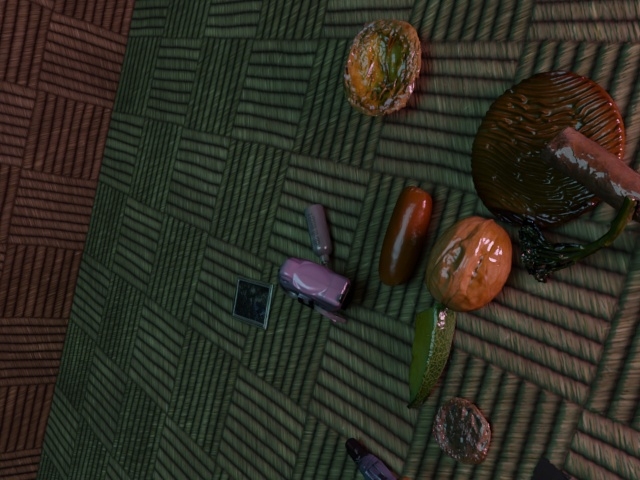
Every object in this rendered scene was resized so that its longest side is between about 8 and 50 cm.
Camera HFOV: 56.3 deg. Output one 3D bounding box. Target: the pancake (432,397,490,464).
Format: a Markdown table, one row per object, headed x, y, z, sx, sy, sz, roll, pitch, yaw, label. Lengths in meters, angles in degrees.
| x | y | z | sx | sy | sz | roll | pitch | yaw | label |
| --- | --- | --- | --- | --- | --- | --- | --- | --- | --- |
| 0.297 | 0.400 | 1.258 | 0.139 | 0.022 | 0.140 | -9 | 78 | 46 | pancake |

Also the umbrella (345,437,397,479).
| x | y | z | sx | sy | sz | roll | pitch | yaw | label |
| --- | --- | --- | --- | --- | --- | --- | --- | --- | --- |
| 0.141 | 0.549 | 1.377 | 0.250 | 0.052 | 0.053 | 42 | 114 | 41 | umbrella |

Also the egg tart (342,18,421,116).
| x | y | z | sx | sy | sz | roll | pitch | yaw | label |
| --- | --- | --- | --- | --- | --- | --- | --- | --- | --- |
| 0.160 | -0.422 | 1.479 | 0.231 | 0.098 | 0.253 | -15 | 77 | 38 | egg tart |

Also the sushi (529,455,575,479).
| x | y | z | sx | sy | sz | roll | pitch | yaw | label |
| --- | --- | --- | --- | --- | --- | --- | --- | --- | --- |
| 0.411 | 0.630 | 1.047 | 0.296 | 0.099 | 0.373 | 34 | 108 | 44 | sushi |

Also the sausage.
| x | y | z | sx | sy | sz | roll | pitch | yaw | label |
| --- | --- | --- | --- | --- | --- | --- | --- | --- | --- |
| 0.195 | -0.006 | 1.379 | 0.098 | 0.098 | 0.239 | 24 | 99 | 46 | sausage |

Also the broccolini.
| x | y | z | sx | sy | sz | roll | pitch | yaw | label |
| --- | --- | --- | --- | --- | --- | --- | --- | --- | --- |
| 0.451 | -0.024 | 1.075 | 0.123 | 0.062 | 0.271 | 51 | 145 | 8 | broccolini |

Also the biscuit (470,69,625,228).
| x | y | z | sx | sy | sz | roll | pitch | yaw | label |
| --- | --- | --- | --- | --- | --- | --- | --- | --- | --- |
| 0.436 | -0.179 | 1.188 | 0.317 | 0.040 | 0.318 | -9 | 77 | 45 | biscuit |

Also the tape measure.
| x | y | z | sx | sy | sz | roll | pitch | yaw | label |
| --- | --- | --- | --- | --- | --- | --- | --- | --- | --- |
| -0.012 | 0.122 | 1.512 | 0.196 | 0.178 | 0.105 | 21 | 78 | 20 | tape measure |

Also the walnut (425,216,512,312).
| x | y | z | sx | sy | sz | roll | pitch | yaw | label |
| --- | --- | --- | --- | --- | --- | --- | --- | --- | --- |
| 0.302 | 0.049 | 1.216 | 0.159 | 0.159 | 0.207 | 39 | 112 | 42 | walnut |

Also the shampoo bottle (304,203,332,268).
| x | y | z | sx | sy | sz | roll | pitch | yaw | label |
| --- | --- | --- | --- | --- | --- | --- | --- | --- | --- |
| 0.000 | 0.000 | 1.607 | 0.056 | 0.056 | 0.195 | -30 | 64 | 40 | shampoo bottle |

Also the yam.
| x | y | z | sx | sy | sz | roll | pitch | yaw | label |
| --- | --- | --- | --- | --- | --- | --- | --- | --- | --- |
| 0.535 | -0.076 | 1.013 | 0.356 | 0.081 | 0.081 | 44 | 116 | 30 | yam |

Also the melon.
| x | y | z | sx | sy | sz | roll | pitch | yaw | label |
| --- | --- | --- | --- | --- | --- | --- | --- | --- | --- |
| 0.229 | 0.256 | 1.335 | 0.114 | 0.053 | 0.262 | 20 | 99 | 54 | melon |

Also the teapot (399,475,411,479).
| x | y | z | sx | sy | sz | roll | pitch | yaw | label |
| --- | --- | --- | --- | --- | --- | --- | --- | --- | --- |
| 0.213 | 0.638 | 1.215 | 0.167 | 0.203 | 0.312 | 99 | 154 | -76 | teapot |

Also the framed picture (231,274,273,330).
| x | y | z | sx | sy | sz | roll | pitch | yaw | label |
| --- | --- | --- | --- | --- | --- | --- | --- | --- | --- |
| -0.213 | 0.188 | 1.834 | 0.183 | 0.011 | 0.142 | 10 | 91 | 47 | framed picture |
